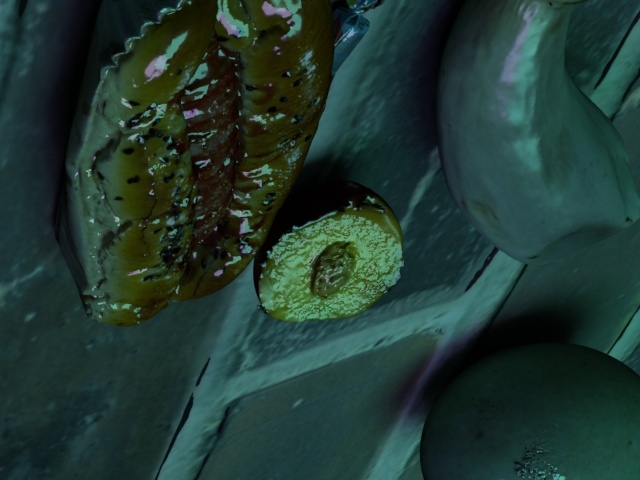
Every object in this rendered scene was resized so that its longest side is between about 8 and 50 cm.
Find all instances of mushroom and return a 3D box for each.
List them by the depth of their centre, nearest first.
[{"bbox_3d":[0.121,-0.074,1.106,0.118,0.103,0.270,-33,149,-5],"label":"mushroom"}]

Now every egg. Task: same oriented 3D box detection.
[{"bbox_3d":[0.177,0.165,1.496,0.236,0.169,0.169,-8,143,-46],"label":"egg"}]

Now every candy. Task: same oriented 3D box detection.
[{"bbox_3d":[0.004,-0.103,0.999,0.030,0.020,0.083,1,138,-51],"label":"candy"}]

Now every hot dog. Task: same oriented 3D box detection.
[{"bbox_3d":[-0.062,-0.052,0.944,0.144,0.075,0.268,-23,150,-24],"label":"hot dog"}]

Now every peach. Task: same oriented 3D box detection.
[{"bbox_3d":[-0.001,0.001,1.128,0.098,0.061,0.098,-13,129,-16],"label":"peach"}]
